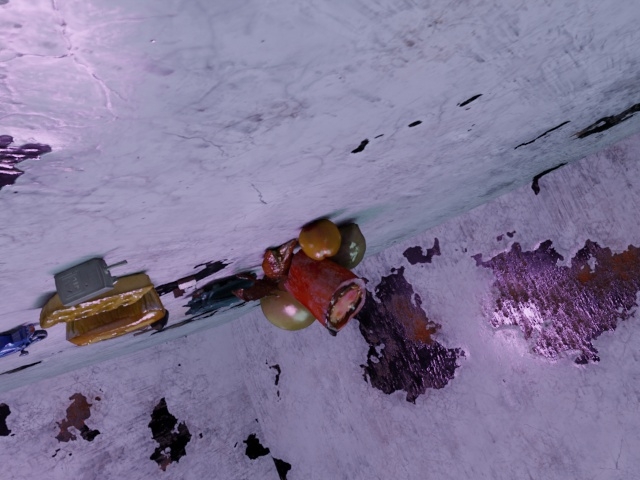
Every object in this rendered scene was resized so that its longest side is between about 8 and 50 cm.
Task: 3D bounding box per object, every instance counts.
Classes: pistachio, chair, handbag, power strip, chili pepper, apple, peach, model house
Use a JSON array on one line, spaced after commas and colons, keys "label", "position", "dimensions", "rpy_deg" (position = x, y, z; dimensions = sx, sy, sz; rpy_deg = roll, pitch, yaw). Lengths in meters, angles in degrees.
[{"label": "pistachio", "position": [0.089, 0.028, 1.913], "dimensions": [0.162, 0.181, 0.293], "rpy_deg": [17, 162, -4]}, {"label": "chair", "position": [-0.700, 0.329, 2.002], "dimensions": [0.104, 0.095, 0.221], "rpy_deg": [-12, 174, 13]}, {"label": "handbag", "position": [-0.414, 0.225, 2.093], "dimensions": [0.274, 0.100, 0.269], "rpy_deg": [-11, 170, -45]}, {"label": "power strip", "position": [-0.503, 0.083, 1.088], "dimensions": [0.175, 0.075, 0.042], "rpy_deg": [-24, 172, 2]}, {"label": "chili pepper", "position": [-0.009, 0.173, 1.819], "dimensions": [0.229, 0.305, 0.251], "rpy_deg": [-52, 153, -15]}, {"label": "apple", "position": [-0.126, 0.269, 2.337], "dimensions": [0.319, 0.319, 0.277], "rpy_deg": [-14, 176, -42]}, {"label": "peach", "position": [0.000, 0.000, 1.621], "dimensions": [0.138, 0.138, 0.138], "rpy_deg": [-21, 171, -4]}, {"label": "model house", "position": [-0.465, 0.159, 1.683], "dimensions": [0.083, 0.057, 0.058], "rpy_deg": [-17, 175, -18]}]

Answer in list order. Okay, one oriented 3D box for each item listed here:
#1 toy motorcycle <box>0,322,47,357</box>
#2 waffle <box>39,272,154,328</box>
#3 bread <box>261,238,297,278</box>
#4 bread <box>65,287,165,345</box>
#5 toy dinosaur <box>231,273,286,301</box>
[{"label": "toy motorcycle", "position": [-0.915, 0.304, 1.440], "dimensions": [0.205, 0.076, 0.114], "rpy_deg": [-21, 164, -8]}, {"label": "waffle", "position": [-0.609, 0.160, 1.340], "dimensions": [0.274, 0.057, 0.168], "rpy_deg": [-14, 168, -41]}, {"label": "bread", "position": [-0.150, 0.080, 1.852], "dimensions": [0.139, 0.095, 0.269], "rpy_deg": [-27, 169, -15]}, {"label": "bread", "position": [-0.638, 0.235, 1.536], "dimensions": [0.288, 0.119, 0.152], "rpy_deg": [-20, 167, -10]}, {"label": "toy dinosaur", "position": [-0.222, 0.151, 1.992], "dimensions": [0.327, 0.206, 0.113], "rpy_deg": [-10, 127, -33]}]
